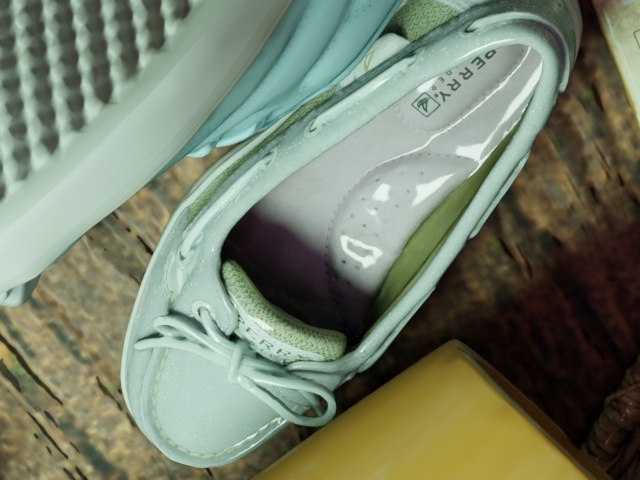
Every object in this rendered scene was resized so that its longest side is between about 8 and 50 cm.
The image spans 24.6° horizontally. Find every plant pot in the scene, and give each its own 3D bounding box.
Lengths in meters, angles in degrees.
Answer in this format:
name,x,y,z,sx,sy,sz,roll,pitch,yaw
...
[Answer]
name,x,y,z,sx,sy,sz,roll,pitch,yaw
plant pot,0.043,0.155,0.658,0.205,0.205,0.188,43,94,-14

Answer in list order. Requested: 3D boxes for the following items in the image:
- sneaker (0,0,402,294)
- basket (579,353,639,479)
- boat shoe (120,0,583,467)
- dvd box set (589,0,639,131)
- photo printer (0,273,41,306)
name,x,y,z,sx,sy,sz,roll,pitch,yaw
sneaker,-0.052,-0.073,0.581,0.366,0.135,0.150,-44,146,-14
basket,0.271,0.112,0.672,0.223,0.213,0.299,25,110,-9
boat shoe,0.003,0.001,0.686,0.118,0.103,0.320,37,117,-12
dvd box set,0.199,-0.281,0.599,0.307,0.062,0.420,-24,110,11
photo printer,-0.261,-0.116,0.652,0.307,0.107,0.256,11,111,-2
